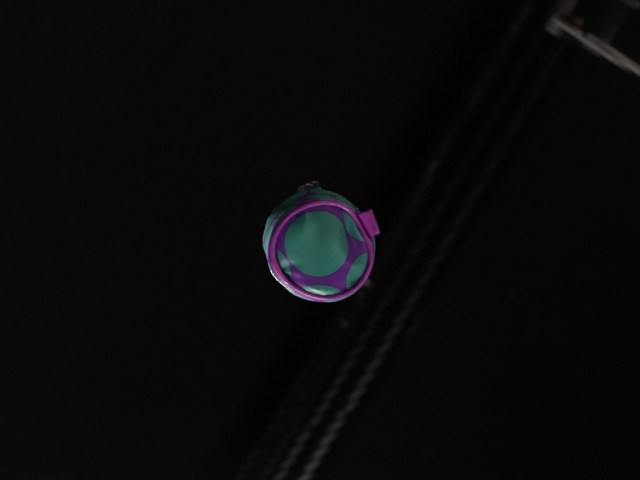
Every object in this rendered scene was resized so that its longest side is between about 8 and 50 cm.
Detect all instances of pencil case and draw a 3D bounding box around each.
[{"bbox_3d":[0.000,0.000,1.112,0.070,0.152,0.064,-23,-85,1],"label":"pencil case"}]
